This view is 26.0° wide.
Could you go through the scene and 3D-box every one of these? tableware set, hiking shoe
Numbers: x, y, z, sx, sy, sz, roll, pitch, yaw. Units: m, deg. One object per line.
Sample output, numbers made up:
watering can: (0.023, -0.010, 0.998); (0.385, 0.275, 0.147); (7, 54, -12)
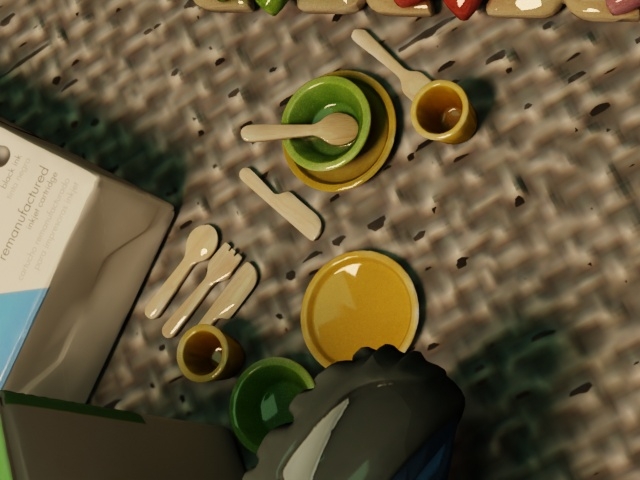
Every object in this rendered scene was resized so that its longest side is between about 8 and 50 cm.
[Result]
tableware set: (0.000, 0.000, 0.521); (0.104, 0.024, 0.154); (42, 98, 26)
hiking shoe: (0.028, 0.186, 0.433); (0.132, 0.113, 0.304); (9, 94, 21)

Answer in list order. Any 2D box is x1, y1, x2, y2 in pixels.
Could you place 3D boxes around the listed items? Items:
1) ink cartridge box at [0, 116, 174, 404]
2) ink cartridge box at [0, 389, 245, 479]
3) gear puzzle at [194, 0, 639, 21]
ink cartridge box: (-0.162, -0.007, 0.578); (0.180, 0.060, 0.104); (26, 92, 27)
ink cartridge box: (-0.140, 0.136, 0.488); (0.208, 0.153, 0.087); (-26, 69, 18)
gear puzzle: (0.016, -0.173, 0.536); (0.339, 0.044, 0.175); (6, 82, 26)
